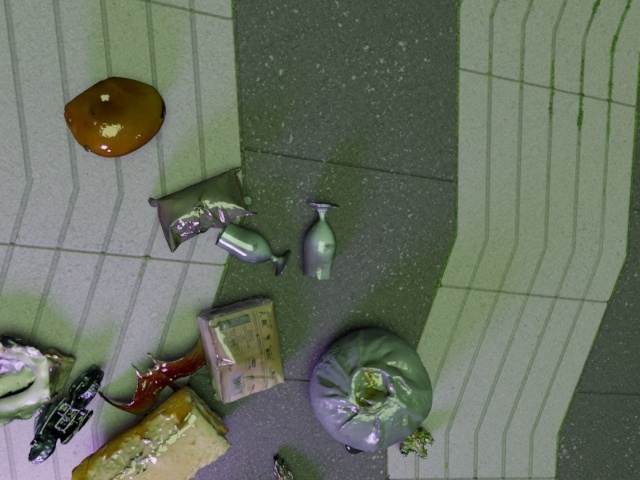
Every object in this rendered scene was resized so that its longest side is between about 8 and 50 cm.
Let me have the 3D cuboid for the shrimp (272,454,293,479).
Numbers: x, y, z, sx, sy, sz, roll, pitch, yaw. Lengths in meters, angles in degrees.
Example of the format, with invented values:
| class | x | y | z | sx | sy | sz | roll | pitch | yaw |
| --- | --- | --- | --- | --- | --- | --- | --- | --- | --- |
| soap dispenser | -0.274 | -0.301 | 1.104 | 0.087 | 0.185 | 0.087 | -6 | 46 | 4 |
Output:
| class | x | y | z | sx | sy | sz | roll | pitch | yaw |
| --- | --- | --- | --- | --- | --- | --- | --- | --- | --- |
| shrimp | -0.143 | 0.775 | 1.587 | 0.152 | 0.046 | 0.219 | -14 | 88 | 3 |

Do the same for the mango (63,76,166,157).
| class | x | y | z | sx | sy | sz | roll | pitch | yaw |
| --- | --- | --- | --- | --- | --- | --- | --- | --- | --- |
| mango | -0.497 | -0.302 | 1.290 | 0.236 | 0.136 | 0.166 | -43 | 94 | -17 |

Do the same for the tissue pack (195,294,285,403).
| class | x | y | z | sx | sy | sz | roll | pitch | yaw |
| --- | --- | --- | --- | --- | --- | --- | --- | --- | --- |
| tissue pack | -0.217 | 0.305 | 1.450 | 0.215 | 0.123 | 0.257 | -14 | 104 | -30 |

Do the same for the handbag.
| class | x | y | z | sx | sy | sz | roll | pitch | yaw |
| --- | --- | --- | --- | --- | --- | --- | --- | --- | --- |
| handbag | -0.311 | -0.084 | 1.365 | 0.270 | 0.117 | 0.183 | -21 | 69 | -4 |

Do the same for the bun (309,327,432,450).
| class | x | y | z | sx | sy | sz | roll | pitch | yaw |
| --- | --- | --- | --- | --- | --- | --- | --- | --- | --- |
| bun | 0.143 | 0.432 | 1.495 | 0.361 | 0.211 | 0.362 | 0 | 85 | 5 |

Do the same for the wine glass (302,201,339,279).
| class | x | y | z | sx | sy | sz | roll | pitch | yaw |
| --- | --- | --- | --- | --- | --- | --- | --- | --- | --- |
| wine glass | 0.000 | 0.000 | 1.476 | 0.103 | 0.103 | 0.222 | 2 | 98 | -14 |

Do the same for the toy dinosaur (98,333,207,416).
| class | x | y | z | sx | sy | sz | roll | pitch | yaw |
| --- | --- | --- | --- | --- | --- | --- | --- | --- | --- |
| toy dinosaur | -0.443 | 0.355 | 1.441 | 0.206 | 0.113 | 0.327 | 24 | 105 | -42 |

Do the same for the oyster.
| class | x | y | z | sx | sy | sz | roll | pitch | yaw |
| --- | --- | --- | --- | --- | --- | --- | --- | --- | --- |
| oyster | -0.826 | 0.353 | 1.334 | 0.351 | 0.115 | 0.238 | -8 | 92 | -17 |

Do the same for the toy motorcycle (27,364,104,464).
| class | x | y | z | sx | sy | sz | roll | pitch | yaw |
| --- | --- | --- | --- | --- | --- | --- | --- | --- | --- |
| toy motorcycle | -0.679 | 0.454 | 1.377 | 0.106 | 0.159 | 0.270 | 43 | 71 | -26 |

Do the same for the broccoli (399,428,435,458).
| class | x | y | z | sx | sy | sz | roll | pitch | yaw |
| --- | --- | --- | --- | --- | --- | --- | --- | --- | --- |
| broccoli | 0.309 | 0.661 | 1.666 | 0.097 | 0.092 | 0.095 | 10 | 118 | -30 |

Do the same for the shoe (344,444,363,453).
| class | x | y | z | sx | sy | sz | roll | pitch | yaw |
| --- | --- | --- | --- | --- | --- | --- | --- | --- | --- |
| shoe | 0.178 | 0.594 | 1.611 | 0.227 | 0.112 | 0.099 | -37 | 106 | -7 |

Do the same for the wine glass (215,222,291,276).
| class | x | y | z | sx | sy | sz | roll | pitch | yaw |
| --- | --- | --- | --- | --- | --- | --- | --- | --- | --- |
| wine glass | -0.189 | 0.021 | 1.439 | 0.202 | 0.093 | 0.093 | 29 | 91 | -18 |

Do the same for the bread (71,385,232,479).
| class | x | y | z | sx | sy | sz | roll | pitch | yaw |
| --- | --- | --- | --- | --- | --- | --- | --- | --- | --- |
| bread | -0.453 | 0.582 | 1.409 | 0.375 | 0.165 | 0.237 | -33 | 128 | -8 |
